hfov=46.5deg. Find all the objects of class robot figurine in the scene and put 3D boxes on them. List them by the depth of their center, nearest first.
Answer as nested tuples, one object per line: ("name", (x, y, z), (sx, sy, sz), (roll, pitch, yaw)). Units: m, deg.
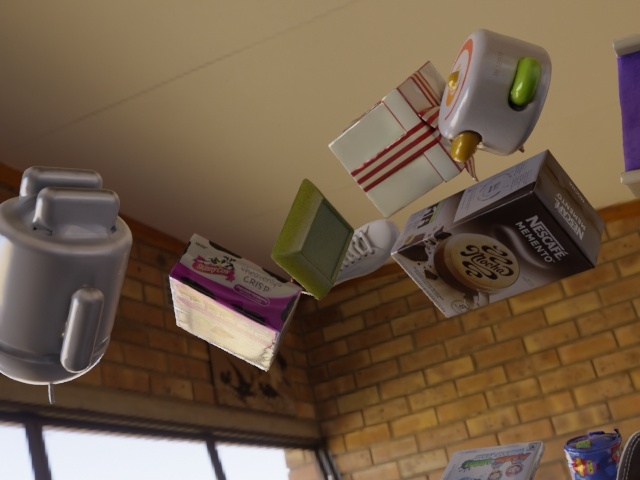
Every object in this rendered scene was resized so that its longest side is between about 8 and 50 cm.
("robot figurine", (-0.403, 0.069, 1.122), (0.199, 0.300, 0.353), (3, -63, -36))

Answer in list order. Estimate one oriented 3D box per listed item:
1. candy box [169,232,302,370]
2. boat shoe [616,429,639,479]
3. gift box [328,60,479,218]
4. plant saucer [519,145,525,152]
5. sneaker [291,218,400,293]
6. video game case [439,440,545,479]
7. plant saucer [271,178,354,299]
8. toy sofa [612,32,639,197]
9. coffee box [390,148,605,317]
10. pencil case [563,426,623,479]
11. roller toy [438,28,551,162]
("candy box", (-0.119, 0.093, 1.028), (0.159, 0.071, 0.233), (27, -24, 2))
("boat shoe", (0.474, 0.413, 1.066), (0.102, 0.285, 0.092), (8, -18, 20))
("gift box", (0.225, -0.223, 1.674), (0.276, 0.255, 0.258), (47, -51, -9))
("plant saucer", (0.348, -0.192, 1.390), (0.083, 0.083, 0.013), (18, -68, -47))
("sneaker", (0.057, 0.047, 1.768), (0.290, 0.106, 0.123), (-35, -15, 18))
("video game case", (0.247, 0.359, 1.119), (0.157, 0.019, 0.143), (-20, 13, 38))
("plant saucer", (0.000, 0.000, 1.511), (0.045, 0.188, 0.188), (3, -29, 38))
("toy sofa", (0.717, -0.290, 1.598), (0.150, 0.363, 0.177), (-10, -25, 34))
("coffee box", (0.287, -0.002, 1.229), (0.168, 0.119, 0.297), (47, -44, -15))
("pencil case", (0.621, 0.557, 1.601), (0.119, 0.306, 0.133), (-15, 3, 38))
("roller toy", (0.283, -0.248, 1.255), (0.146, 0.191, 0.209), (16, -50, -4))
